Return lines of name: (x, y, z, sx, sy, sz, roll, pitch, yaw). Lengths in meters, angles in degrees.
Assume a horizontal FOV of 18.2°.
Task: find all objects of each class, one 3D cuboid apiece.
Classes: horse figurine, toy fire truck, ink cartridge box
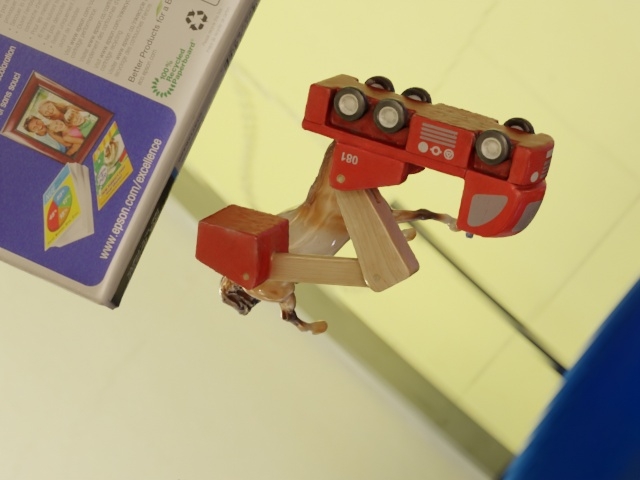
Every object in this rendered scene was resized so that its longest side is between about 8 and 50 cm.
horse figurine: (0.000, 0.000, 1.783, 0.263, 0.066, 0.174, -35, 142, 23)
toy fire truck: (0.030, -0.022, 1.138, 0.192, 0.047, 0.135, 18, 110, 20)
ink cartridge box: (-0.229, -0.145, 1.483, 0.307, 0.304, 0.072, 24, 174, 7)
